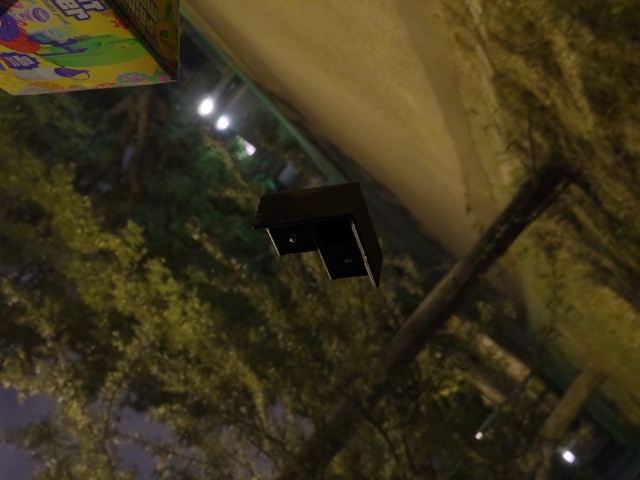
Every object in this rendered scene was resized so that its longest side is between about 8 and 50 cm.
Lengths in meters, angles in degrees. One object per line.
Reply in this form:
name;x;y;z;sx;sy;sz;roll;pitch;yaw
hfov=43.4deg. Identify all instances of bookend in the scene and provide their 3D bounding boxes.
bookend;0.000;0.000;1.225;0.072;0.157;0.156;-78;-25;-45

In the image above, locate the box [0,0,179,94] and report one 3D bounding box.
box;-0.240;-0.307;0.657;0.176;0.279;0.290;-3;167;8
